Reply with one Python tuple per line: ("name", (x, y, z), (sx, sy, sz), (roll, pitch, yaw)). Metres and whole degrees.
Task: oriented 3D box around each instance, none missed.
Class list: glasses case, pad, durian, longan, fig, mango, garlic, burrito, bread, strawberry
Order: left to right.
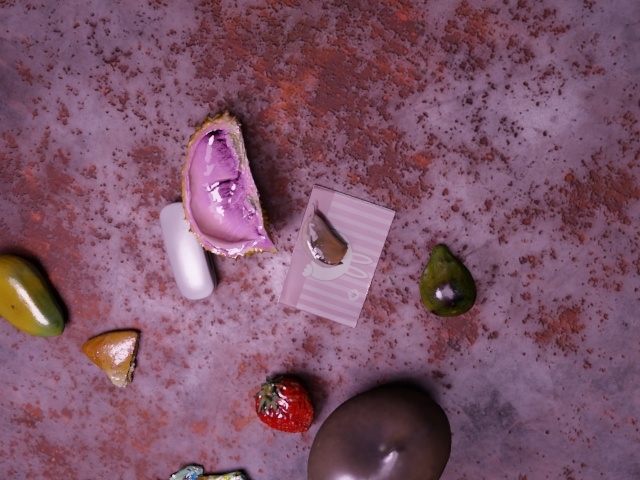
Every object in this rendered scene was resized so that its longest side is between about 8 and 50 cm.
("mango", (-0.724, 0.141, 1.210), (0.137, 0.091, 0.237), (-24, 98, 15))
("bread", (-0.497, 0.275, 1.234), (0.136, 0.054, 0.154), (-44, 97, 8))
("glasses case", (-0.308, 0.024, 1.164), (0.092, 0.059, 0.233), (-13, 100, 9))
("burrito", (-0.319, 0.625, 1.280), (0.288, 0.054, 0.104), (-12, 99, 7))
("durian", (-0.212, -0.111, 1.111), (0.191, 0.112, 0.341), (-17, 90, 17))
("strawberry", (-0.078, 0.392, 1.190), (0.148, 0.131, 0.131), (29, 104, -31))
("garlic", (-0.003, 0.002, 1.129), (0.084, 0.066, 0.152), (-44, 99, -16))
("pad", (0.034, 0.041, 1.163), (0.202, 0.005, 0.299), (19, 102, 2))
("longan", (0.126, 0.473, 1.107), (0.350, 0.288, 0.288), (-38, 95, 2))
("fig", (0.276, 0.086, 1.111), (0.123, 0.123, 0.156), (-13, 61, 7))
